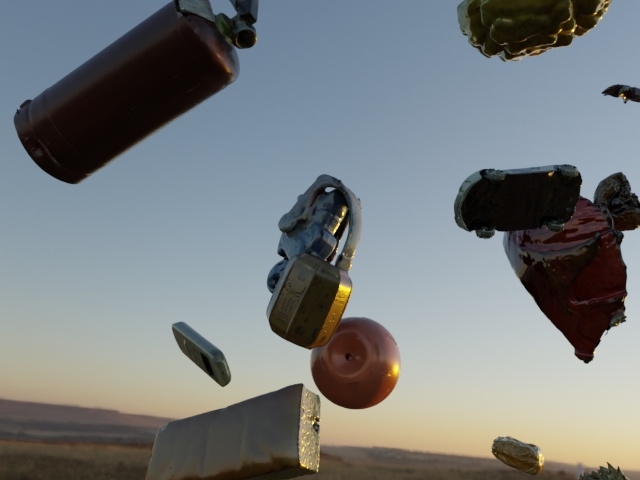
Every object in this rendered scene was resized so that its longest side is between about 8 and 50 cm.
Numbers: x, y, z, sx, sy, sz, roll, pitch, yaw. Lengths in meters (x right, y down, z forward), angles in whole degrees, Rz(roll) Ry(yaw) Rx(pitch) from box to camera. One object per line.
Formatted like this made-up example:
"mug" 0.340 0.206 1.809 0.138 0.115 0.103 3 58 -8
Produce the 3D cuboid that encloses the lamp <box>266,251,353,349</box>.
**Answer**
"lamp" -0.025 0.129 1.218 0.161 0.185 0.161 26 -2 1

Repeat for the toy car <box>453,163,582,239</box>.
"toy car" 0.274 -0.059 0.787 0.204 0.095 0.056 -5 26 -16

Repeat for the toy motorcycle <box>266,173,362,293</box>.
"toy motorcycle" -0.018 -0.011 1.416 0.182 0.319 0.241 25 -20 -14

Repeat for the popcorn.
"popcorn" 0.381 -0.447 1.006 0.257 0.224 0.270 22 -53 5

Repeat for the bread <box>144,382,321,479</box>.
"bread" -0.162 0.367 1.000 0.361 0.138 0.077 -24 -44 27

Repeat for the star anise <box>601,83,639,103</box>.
"star anise" 0.810 -0.384 1.489 0.141 0.042 0.141 15 17 -5

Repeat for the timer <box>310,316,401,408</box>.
"timer" 0.089 0.306 1.424 0.229 0.230 0.215 0 -18 14

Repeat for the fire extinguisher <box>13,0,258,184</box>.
"fire extinguisher" -0.167 -0.166 0.561 0.269 0.105 0.105 -30 -30 12

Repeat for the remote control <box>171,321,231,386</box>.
"remote control" -0.274 0.252 1.290 0.038 0.090 0.309 -23 18 -26

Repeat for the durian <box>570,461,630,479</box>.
"durian" 0.572 0.569 1.076 0.153 0.260 0.186 -7 -33 -25

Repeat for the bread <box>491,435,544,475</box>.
"bread" 0.327 0.354 0.941 0.083 0.044 0.110 15 -9 29

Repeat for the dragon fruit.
"dragon fruit" 0.435 0.030 1.059 0.100 0.344 0.282 -7 -41 -15

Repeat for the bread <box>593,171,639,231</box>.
"bread" 0.548 -0.067 1.049 0.060 0.113 0.082 11 -44 -45
